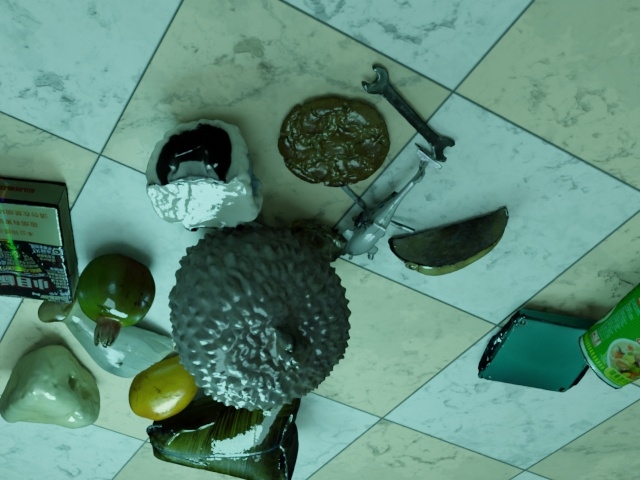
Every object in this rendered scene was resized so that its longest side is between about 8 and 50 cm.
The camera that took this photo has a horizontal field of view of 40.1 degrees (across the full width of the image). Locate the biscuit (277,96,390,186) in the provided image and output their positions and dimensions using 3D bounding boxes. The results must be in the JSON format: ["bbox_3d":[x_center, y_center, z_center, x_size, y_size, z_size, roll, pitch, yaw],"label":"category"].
[{"bbox_3d":[0.025,-0.183,1.680,0.226,0.042,0.226,3,138,2],"label":"biscuit"}]

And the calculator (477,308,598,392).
[{"bbox_3d":[0.532,0.262,2.105,0.248,0.058,0.274,8,136,-7],"label":"calculator"}]

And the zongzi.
[{"bbox_3d":[-0.241,0.425,2.262,0.403,0.208,0.432,11,123,3],"label":"zongzi"}]

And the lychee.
[{"bbox_3d":[-0.131,0.144,1.792,0.380,0.432,0.380,-8,112,-22],"label":"lychee"}]

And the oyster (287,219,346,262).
[{"bbox_3d":[-0.003,-0.007,1.861,0.103,0.051,0.148,-28,139,36],"label":"oyster"}]

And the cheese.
[{"bbox_3d":[-0.670,0.371,2.223,0.251,0.173,0.248,18,144,-13],"label":"cheese"}]

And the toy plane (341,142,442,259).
[{"bbox_3d":[0.141,-0.055,1.759,0.273,0.107,0.182,-27,119,31],"label":"toy plane"}]

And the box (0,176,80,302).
[{"bbox_3d":[-0.639,0.001,1.892,0.198,0.084,0.310,6,136,-2],"label":"box"}]

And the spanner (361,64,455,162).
[{"bbox_3d":[0.167,-0.231,1.627,0.054,0.015,0.254,-44,123,9],"label":"spanner"}]

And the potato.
[{"bbox_3d":[0.281,0.031,1.841,0.261,0.120,0.100,-14,140,19],"label":"potato"}]

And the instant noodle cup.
[{"bbox_3d":[0.699,0.201,1.907,0.207,0.207,0.233,29,124,-25],"label":"instant noodle cup"}]

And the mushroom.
[{"bbox_3d":[-0.521,0.214,2.107,0.159,0.122,0.329,-48,125,-2],"label":"mushroom"}]

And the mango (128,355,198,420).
[{"bbox_3d":[-0.392,0.372,2.236,0.219,0.144,0.112,-34,167,17],"label":"mango"}]

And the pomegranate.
[{"bbox_3d":[-0.457,0.134,1.932,0.180,0.209,0.180,9,151,5],"label":"pomegranate"}]

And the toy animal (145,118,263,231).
[{"bbox_3d":[-0.212,-0.122,1.682,0.208,0.156,0.204,-1,139,16],"label":"toy animal"}]
